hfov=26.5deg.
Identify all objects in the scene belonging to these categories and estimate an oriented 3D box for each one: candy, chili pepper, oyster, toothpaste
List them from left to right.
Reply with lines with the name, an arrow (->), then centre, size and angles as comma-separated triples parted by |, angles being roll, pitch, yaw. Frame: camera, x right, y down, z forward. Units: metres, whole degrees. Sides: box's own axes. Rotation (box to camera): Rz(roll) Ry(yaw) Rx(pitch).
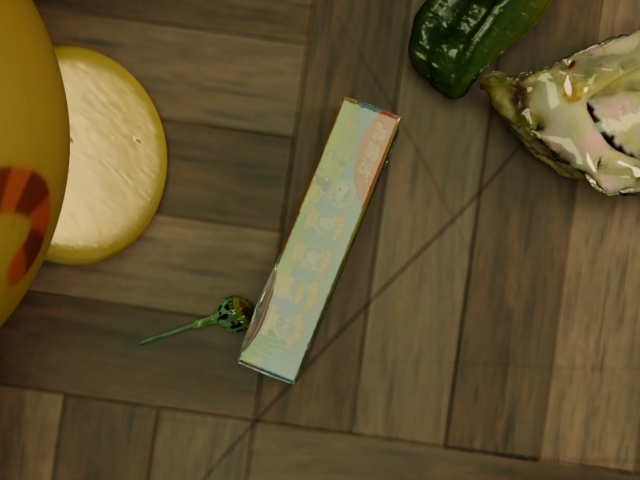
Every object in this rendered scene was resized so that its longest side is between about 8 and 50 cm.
candy -> -0.085, 0.060, 0.941 | 0.083, 0.025, 0.023 | -20, 60, 7
toothpaste -> 0.000, 0.000, 0.916 | 0.044, 0.070, 0.193 | 22, 88, 2
chili pepper -> 0.138, -0.189, 0.928 | 0.072, 0.073, 0.204 | 42, 87, 15
oyster -> 0.225, -0.084, 0.923 | 0.209, 0.072, 0.132 | -20, 100, -4

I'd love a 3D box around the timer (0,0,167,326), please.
timer -> -0.291, -0.030, 0.799 | 0.376, 0.376, 0.387 | -48, 123, -2
